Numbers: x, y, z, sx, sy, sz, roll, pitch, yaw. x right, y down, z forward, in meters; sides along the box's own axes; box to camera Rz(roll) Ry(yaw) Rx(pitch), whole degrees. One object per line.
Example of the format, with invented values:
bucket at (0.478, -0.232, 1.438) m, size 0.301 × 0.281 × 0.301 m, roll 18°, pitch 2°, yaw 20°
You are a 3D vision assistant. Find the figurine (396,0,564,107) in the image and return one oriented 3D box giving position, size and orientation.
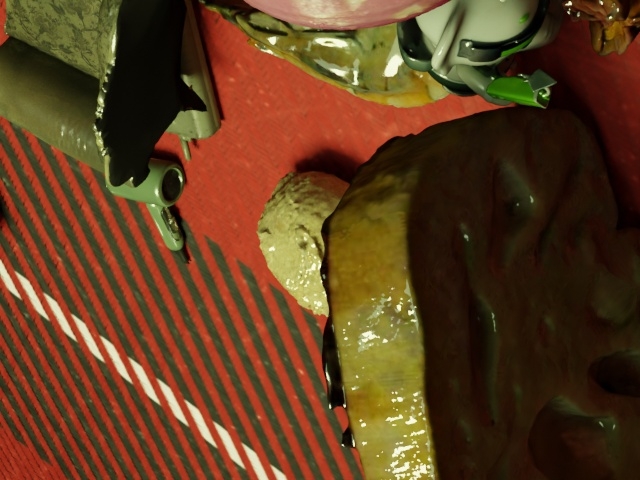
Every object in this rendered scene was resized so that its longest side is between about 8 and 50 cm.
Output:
figurine at (0.120, -0.172, 1.257) m, size 0.126 × 0.147 × 0.192 m, roll 7°, pitch 160°, yaw 6°

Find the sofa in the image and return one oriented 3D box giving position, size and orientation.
sofa at (-0.214, -0.186, 1.427) m, size 0.200 × 0.182 × 0.258 m, roll 29°, pitch 141°, yaw 17°

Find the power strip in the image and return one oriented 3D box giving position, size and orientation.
power strip at (-0.152, -0.182, 1.558) m, size 0.092 × 0.034 × 0.268 m, roll 13°, pitch 134°, yaw 29°

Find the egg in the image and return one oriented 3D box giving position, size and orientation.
egg at (0.000, 0.000, 1.550) m, size 0.118 × 0.116 × 0.140 m, roll 164°, pitch 90°, yaw -70°

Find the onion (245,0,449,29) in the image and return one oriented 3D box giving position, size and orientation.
onion at (-0.021, -0.315, 1.073) m, size 0.345 × 0.358 × 0.358 m, roll 12°, pitch 134°, yaw 18°

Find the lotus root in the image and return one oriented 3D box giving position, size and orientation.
lotus root at (0.147, 0.085, 1.321) m, size 0.111 × 0.375 × 0.390 m, roll -3°, pitch 140°, yaw 43°

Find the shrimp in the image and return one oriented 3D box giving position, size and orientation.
shrimp at (0.006, -0.193, 1.405) m, size 0.254 × 0.059 × 0.145 m, roll 26°, pitch 137°, yaw 15°

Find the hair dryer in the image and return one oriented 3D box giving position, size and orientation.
hair dryer at (-0.162, -0.028, 1.720) m, size 0.071 × 0.047 × 0.150 m, roll 13°, pitch 145°, yaw 32°

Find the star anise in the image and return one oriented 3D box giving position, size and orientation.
star anise at (0.218, -0.214, 1.230) m, size 0.140 × 0.144 × 0.158 m, roll 5°, pitch 163°, yaw -31°
